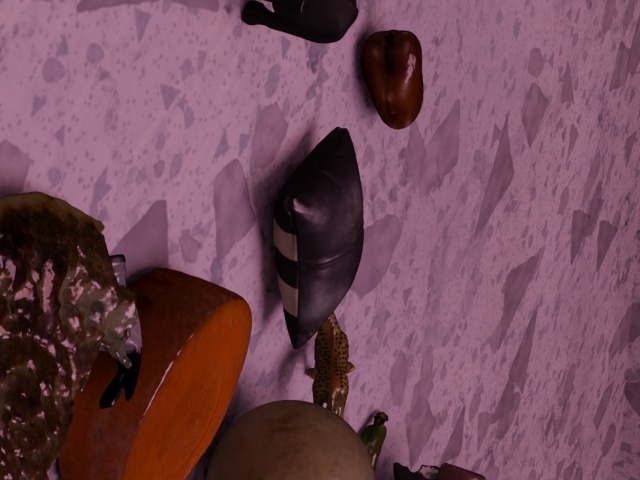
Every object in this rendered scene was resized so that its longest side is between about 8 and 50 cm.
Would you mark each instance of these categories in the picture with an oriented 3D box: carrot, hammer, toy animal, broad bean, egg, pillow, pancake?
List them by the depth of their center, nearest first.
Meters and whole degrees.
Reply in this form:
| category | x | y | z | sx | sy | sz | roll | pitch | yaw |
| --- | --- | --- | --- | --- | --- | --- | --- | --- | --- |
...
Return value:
| category | x | y | z | sx | sy | sz | roll | pitch | yaw |
| --- | --- | --- | --- | --- | --- | --- | --- | --- | --- |
| pancake | -0.299 | 0.112 | 1.172 | 0.305 | 0.066 | 0.427 | 61 | 35 | -36 |
| hammer | -0.310 | 0.099 | 1.234 | 0.427 | 0.044 | 0.152 | -4 | 82 | -57 |
| toy animal | -0.038 | -0.293 | 1.462 | 0.245 | 0.146 | 0.115 | 18 | 89 | -64 |
| carrot | -0.188 | 0.186 | 1.523 | 0.258 | 0.100 | 0.307 | 2 | 111 | -66 |
| egg | -0.038 | 0.332 | 1.756 | 0.218 | 0.218 | 0.295 | -58 | 162 | -31 |
| pillow | 0.000 | 0.000 | 1.768 | 0.186 | 0.106 | 0.250 | -57 | 152 | -47 |
| toy animal | 0.009 | 0.188 | 1.876 | 0.136 | 0.073 | 0.181 | 89 | 5 | -45 |
| broad bean | 0.105 | -0.223 | 1.880 | 0.165 | 0.084 | 0.114 | 61 | 45 | -64 |
| broad bean | 0.056 | 0.423 | 2.198 | 0.098 | 0.056 | 0.318 | 64 | 46 | -62 |

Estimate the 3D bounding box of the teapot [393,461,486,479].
| category | x | y | z | sx | sy | sz | roll | pitch | yaw |
| --- | --- | --- | --- | --- | --- | --- | --- | --- | --- |
| teapot | 0.175 | 0.549 | 2.261 | 0.376 | 0.305 | 0.362 | -174 | -75 | -75 |
